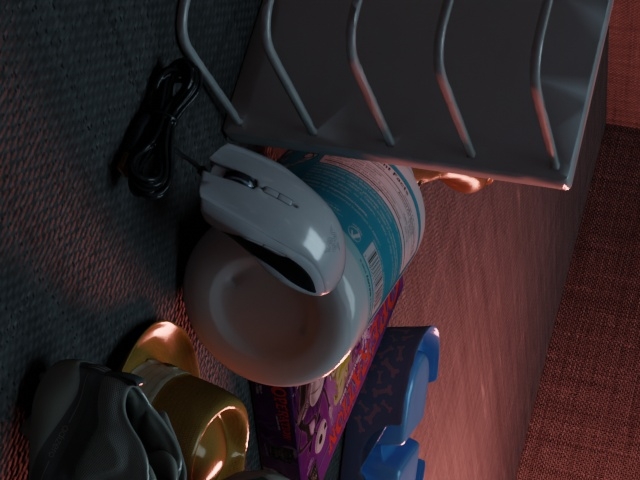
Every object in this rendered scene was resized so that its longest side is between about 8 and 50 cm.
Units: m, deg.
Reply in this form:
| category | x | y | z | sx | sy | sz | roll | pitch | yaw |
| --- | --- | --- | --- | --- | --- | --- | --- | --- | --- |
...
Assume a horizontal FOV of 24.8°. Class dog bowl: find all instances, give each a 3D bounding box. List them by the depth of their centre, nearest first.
| category | x | y | z | sx | sy | sz | roll | pitch | yaw |
| --- | --- | --- | --- | --- | --- | --- | --- | --- | --- |
| dog bowl | 0.080 | 0.239 | 1.768 | 0.166 | 0.074 | 0.297 | -36 | 135 | -67 |

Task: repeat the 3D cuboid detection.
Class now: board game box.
| category | x | y | z | sx | sy | sz | roll | pitch | yaw |
| --- | --- | --- | --- | --- | --- | --- | --- | --- | --- |
| board game box | 0.016 | 0.088 | 1.503 | 0.208 | 0.056 | 0.347 | 90 | 18 | -45 |

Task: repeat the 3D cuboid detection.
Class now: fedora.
| category | x | y | z | sx | sy | sz | roll | pitch | yaw |
| --- | --- | --- | --- | --- | --- | --- | --- | --- | --- |
| fedora | -0.103 | 0.153 | 1.073 | 0.194 | 0.079 | 0.194 | 11 | 90 | -75 |

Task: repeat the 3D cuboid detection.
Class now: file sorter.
| category | x | y | z | sx | sy | sz | roll | pitch | yaw |
| --- | --- | --- | --- | --- | --- | --- | --- | --- | --- |
| file sorter | 0.058 | -0.177 | 1.070 | 0.173 | 0.277 | 0.193 | 54 | 48 | -63 |

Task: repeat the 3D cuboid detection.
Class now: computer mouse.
| category | x | y | z | sx | sy | sz | roll | pitch | yaw |
| --- | --- | --- | --- | --- | --- | --- | --- | --- | --- |
| computer mouse | -0.047 | -0.035 | 1.012 | 0.042 | 0.193 | 0.106 | -28 | -146 | 49 |

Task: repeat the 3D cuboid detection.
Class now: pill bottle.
| category | x | y | z | sx | sy | sz | roll | pitch | yaw |
| --- | --- | --- | --- | --- | --- | --- | --- | --- | --- |
| pill bottle | 0.000 | 0.000 | 1.206 | 0.264 | 0.146 | 0.146 | -50 | 147 | -59 |

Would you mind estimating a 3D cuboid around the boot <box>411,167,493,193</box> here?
| category | x | y | z | sx | sy | sz | roll | pitch | yaw |
| --- | --- | --- | --- | --- | --- | --- | --- | --- | --- |
| boot | 0.081 | -0.092 | 1.477 | 0.305 | 0.112 | 0.115 | 30 | 84 | -55 |

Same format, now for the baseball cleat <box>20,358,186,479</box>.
| category | x | y | z | sx | sy | sz | roll | pitch | yaw |
| --- | --- | --- | --- | --- | --- | --- | --- | --- | --- |
| baseball cleat | -0.140 | 0.179 | 0.909 | 0.072 | 0.109 | 0.206 | -25 | 121 | -58 |

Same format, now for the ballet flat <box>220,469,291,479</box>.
| category | x | y | z | sx | sy | sz | roll | pitch | yaw |
| --- | --- | --- | --- | --- | --- | --- | --- | --- | --- |
| ballet flat | -0.130 | 0.335 | 0.997 | 0.400 | 0.139 | 0.139 | -66 | 165 | 8 |
